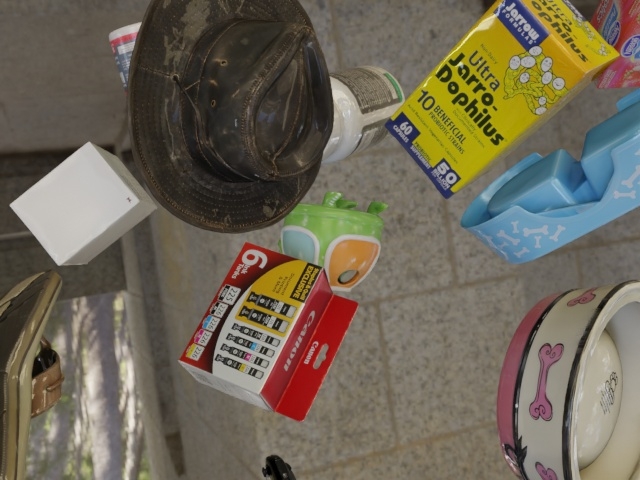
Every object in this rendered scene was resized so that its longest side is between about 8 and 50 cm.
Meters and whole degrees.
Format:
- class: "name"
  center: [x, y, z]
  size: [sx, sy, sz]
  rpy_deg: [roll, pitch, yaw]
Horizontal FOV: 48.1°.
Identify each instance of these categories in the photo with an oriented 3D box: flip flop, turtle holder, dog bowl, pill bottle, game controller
- class: "flip flop"
  center: [-0.284, 0.148, 0.666]
  size: [0.112, 0.277, 0.080]
  rpy_deg: [-26, 138, 17]
- class: "turtle holder"
  center: [-0.004, -0.001, 1.751]
  size: [0.320, 0.228, 0.243]
  rpy_deg: [8, 180, 27]
- class: "dog bowl"
  center: [0.297, -0.072, 0.803]
  size: [0.297, 0.074, 0.166]
  rpy_deg: [-33, -170, 34]
- class: "dog bowl"
  center: [0.451, 0.263, 1.213]
  size: [0.407, 0.408, 0.150]
  rpy_deg: [-9, -171, -43]
- class: "pill bottle"
  center: [0.039, -0.295, 1.690]
  size: [0.204, 0.204, 0.361]
  rpy_deg: [-8, -168, 34]
- class: "pill bottle"
  center: [-0.270, -0.262, 1.181]
  size: [0.107, 0.180, 0.108]
  rpy_deg: [-14, -168, 3]
- class: "game controller"
  center: [-0.050, 0.580, 1.420]
  size: [0.067, 0.167, 0.319]
  rpy_deg: [-4, -150, -21]

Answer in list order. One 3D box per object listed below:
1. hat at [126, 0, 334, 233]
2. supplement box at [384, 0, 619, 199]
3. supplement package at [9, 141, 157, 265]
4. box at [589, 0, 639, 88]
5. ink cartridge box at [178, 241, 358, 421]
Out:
- class: "hat"
  center: [-0.066, -0.169, 0.843]
  size: [0.331, 0.332, 0.134]
  rpy_deg: [-9, -171, -40]
- class: "supplement box"
  center: [0.325, -0.274, 1.323]
  size: [0.195, 0.194, 0.356]
  rpy_deg: [-31, 169, -47]
- class: "supplement package"
  center: [-0.456, -0.067, 1.412]
  size: [0.194, 0.149, 0.203]
  rpy_deg: [-39, -179, -3]
- class: "box"
  center: [0.594, -0.411, 1.329]
  size: [0.122, 0.128, 0.257]
  rpy_deg: [-4, 155, -2]
- class: "ink cartridge box"
  center: [-0.102, 0.193, 1.551]
  size: [0.271, 0.310, 0.130]
  rpy_deg: [17, 154, 22]
